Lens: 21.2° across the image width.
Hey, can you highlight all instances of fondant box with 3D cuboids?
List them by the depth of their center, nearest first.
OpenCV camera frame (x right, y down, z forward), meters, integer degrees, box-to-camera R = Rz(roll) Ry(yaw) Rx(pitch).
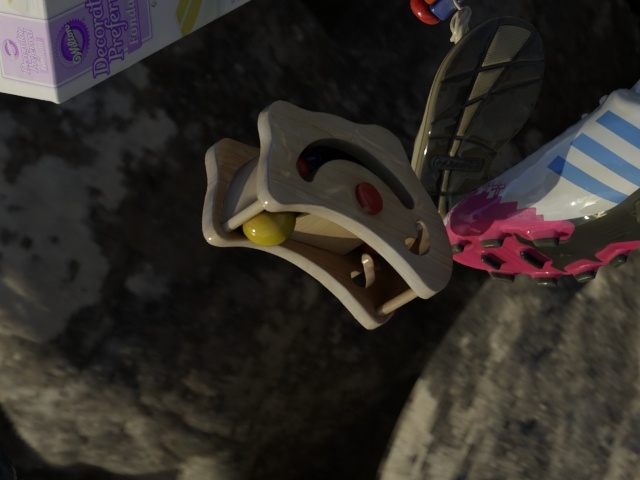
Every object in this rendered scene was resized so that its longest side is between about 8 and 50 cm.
[{"bbox_3d":[-0.202,-0.307,1.706,0.096,0.330,0.238,15,123,32],"label":"fondant box"}]

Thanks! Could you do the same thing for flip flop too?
[{"bbox_3d":[0.148,-0.112,1.788,0.080,0.112,0.277,-109,30,-57],"label":"flip flop"}]

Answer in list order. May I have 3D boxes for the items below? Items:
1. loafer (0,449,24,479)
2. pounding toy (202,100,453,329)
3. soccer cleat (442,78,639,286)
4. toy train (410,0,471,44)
[{"bbox_3d":[-0.244,0.192,0.888,0.223,0.078,0.076,-39,32,-20],"label":"loafer"},{"bbox_3d":[0.000,0.000,1.410,0.155,0.269,0.154,-32,62,35],"label":"pounding toy"},{"bbox_3d":[0.236,-0.055,1.419,0.331,0.116,0.143,-15,56,48],"label":"soccer cleat"},{"bbox_3d":[0.105,-0.304,1.886,0.105,0.143,0.248,-46,35,32],"label":"toy train"}]
